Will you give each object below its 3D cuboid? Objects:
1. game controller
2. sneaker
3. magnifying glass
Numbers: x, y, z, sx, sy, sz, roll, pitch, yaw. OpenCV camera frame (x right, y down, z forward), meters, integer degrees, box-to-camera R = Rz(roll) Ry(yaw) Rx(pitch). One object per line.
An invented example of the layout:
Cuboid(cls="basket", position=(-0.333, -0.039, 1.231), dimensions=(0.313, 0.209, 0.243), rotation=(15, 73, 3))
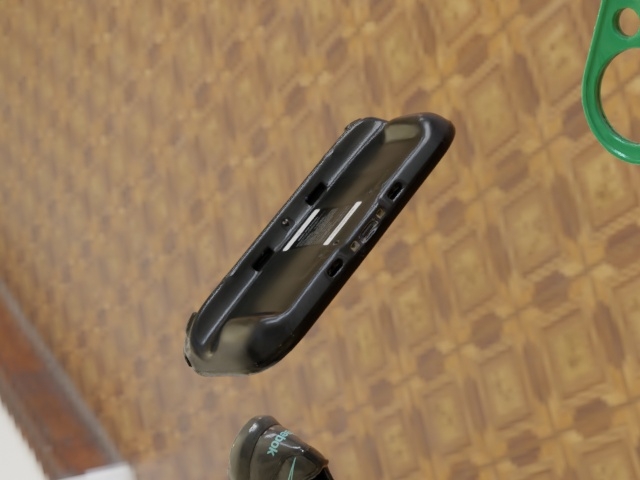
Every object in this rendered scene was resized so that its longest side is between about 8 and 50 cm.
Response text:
Cuboid(cls="game controller", position=(0.000, 0.000, 1.372), dimensions=(0.166, 0.319, 0.067), rotation=(2, 138, 52))
Cuboid(cls="sneaker", position=(-0.031, 0.314, 1.612), dimensions=(0.106, 0.101, 0.267), rotation=(15, 130, 30))
Cuboid(cls="magnifying glass", position=(0.226, -0.170, 1.102), dimensions=(0.092, 0.026, 0.231), rotation=(-5, 100, 41))
